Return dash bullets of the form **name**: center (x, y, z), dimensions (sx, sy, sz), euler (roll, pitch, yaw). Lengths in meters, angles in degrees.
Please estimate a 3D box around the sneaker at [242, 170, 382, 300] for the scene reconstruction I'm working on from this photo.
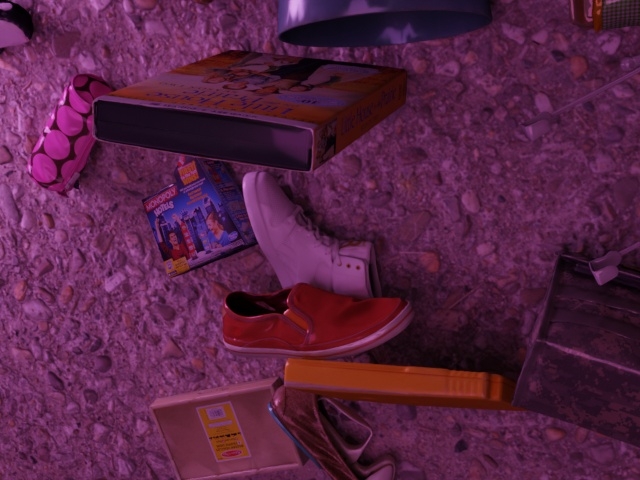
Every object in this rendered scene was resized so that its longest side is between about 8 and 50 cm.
- **sneaker**: center (0.000, 0.000, 1.694), dimensions (0.169, 0.108, 0.292), euler (-17, 111, 23)

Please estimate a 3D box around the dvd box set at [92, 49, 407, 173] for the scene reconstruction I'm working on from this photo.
- **dvd box set**: center (-0.080, -0.195, 1.473), dimensions (0.307, 0.420, 0.062), euler (10, 111, 18)

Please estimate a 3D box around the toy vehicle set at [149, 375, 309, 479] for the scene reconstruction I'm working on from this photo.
- **toy vehicle set**: center (-0.168, 0.349, 1.911), dimensions (0.266, 0.035, 0.166), euler (-13, 103, 24)

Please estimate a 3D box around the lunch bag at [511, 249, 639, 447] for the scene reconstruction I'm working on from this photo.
- **lunch bag**: center (0.422, 0.128, 1.472), dimensions (0.235, 0.287, 0.169), euler (18, 130, 10)

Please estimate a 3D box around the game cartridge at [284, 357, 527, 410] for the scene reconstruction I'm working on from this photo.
- **game cartridge**: center (0.144, 0.225, 1.624), dimensions (0.323, 0.285, 0.053), euler (-1, 78, 20)

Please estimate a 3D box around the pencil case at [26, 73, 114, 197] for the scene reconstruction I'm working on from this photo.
- **pencil case**: center (-0.421, -0.178, 1.794), dimensions (0.209, 0.095, 0.098), euler (-58, 48, 28)

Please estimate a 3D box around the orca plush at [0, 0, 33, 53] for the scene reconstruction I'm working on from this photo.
- **orca plush**: center (-0.613, -0.397, 1.813), dimensions (0.287, 0.102, 0.151), euler (-1, 153, 31)

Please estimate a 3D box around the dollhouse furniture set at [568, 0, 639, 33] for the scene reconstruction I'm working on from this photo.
- **dollhouse furniture set**: center (0.402, -0.424, 1.332), dimensions (0.197, 0.151, 0.302), euler (-3, 97, 22)

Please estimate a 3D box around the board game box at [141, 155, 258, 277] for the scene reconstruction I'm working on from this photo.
- **board game box**: center (-0.204, -0.058, 1.757), dimensions (0.194, 0.060, 0.194), euler (-22, 86, 37)

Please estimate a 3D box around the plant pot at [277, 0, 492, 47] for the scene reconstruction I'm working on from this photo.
- **plant pot**: center (0.078, -0.402, 1.427), dimensions (0.293, 0.293, 0.235), euler (-4, 93, 22)

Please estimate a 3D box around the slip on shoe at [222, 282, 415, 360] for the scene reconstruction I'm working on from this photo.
- **slip on shoe**: center (-0.014, 0.119, 1.638), dimensions (0.331, 0.123, 0.101), euler (-4, 114, 27)

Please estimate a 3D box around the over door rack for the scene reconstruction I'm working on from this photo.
- **over door rack**: center (0.446, -0.126, 1.425), dimensions (0.324, 0.108, 0.239), euler (-29, 97, -7)

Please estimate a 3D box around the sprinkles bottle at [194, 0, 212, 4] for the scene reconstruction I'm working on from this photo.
- **sprinkles bottle**: center (-0.330, -0.450, 1.647), dimensions (0.355, 0.121, 0.121), euler (11, 112, 16)

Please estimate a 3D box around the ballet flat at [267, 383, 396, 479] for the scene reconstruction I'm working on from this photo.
- **ballet flat**: center (0.051, 0.375, 1.806), dimensions (0.124, 0.116, 0.342), euler (-35, 93, 7)
